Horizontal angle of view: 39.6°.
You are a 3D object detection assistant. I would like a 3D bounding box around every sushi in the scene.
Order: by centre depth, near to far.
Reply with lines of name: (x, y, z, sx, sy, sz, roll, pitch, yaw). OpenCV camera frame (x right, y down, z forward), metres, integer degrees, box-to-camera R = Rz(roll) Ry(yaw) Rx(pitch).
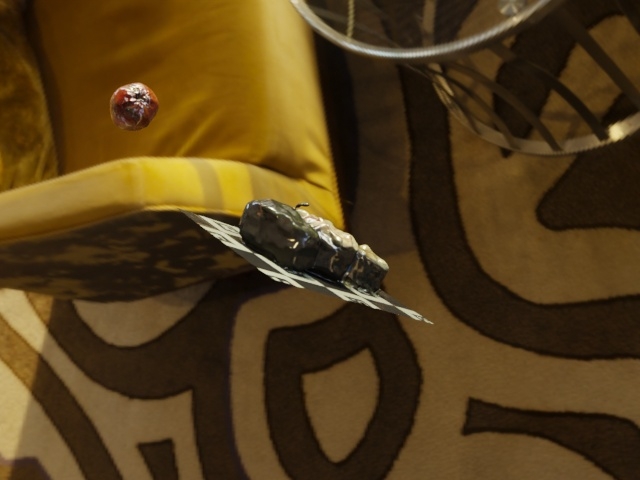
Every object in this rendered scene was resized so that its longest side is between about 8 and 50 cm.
sushi: (0.000, 0.000, 1.431, 0.296, 0.373, 0.100, 32, 100, 47)

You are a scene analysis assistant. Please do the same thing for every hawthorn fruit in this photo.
hawthorn fruit: (-0.280, -0.198, 1.326, 0.077, 0.077, 0.077, -8, 76, 33)
